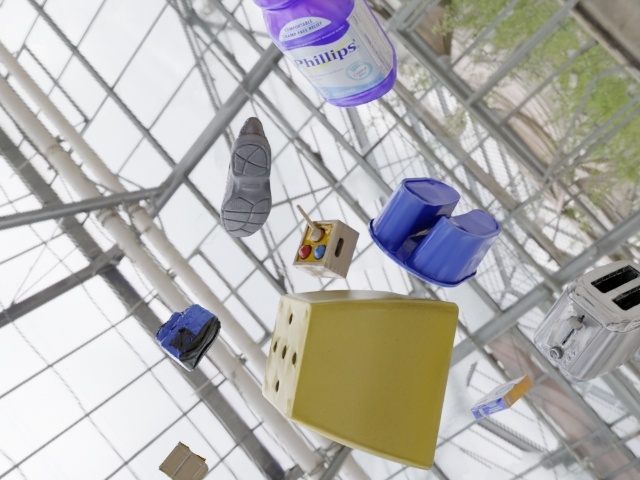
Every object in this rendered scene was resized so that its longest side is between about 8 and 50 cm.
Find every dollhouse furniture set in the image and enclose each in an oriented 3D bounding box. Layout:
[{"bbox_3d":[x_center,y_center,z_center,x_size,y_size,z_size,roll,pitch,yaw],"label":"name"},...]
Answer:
[{"bbox_3d":[-0.269,0.448,1.032,0.076,0.059,0.152,30,-119,17],"label":"dollhouse furniture set"}]

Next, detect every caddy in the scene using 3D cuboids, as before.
[{"bbox_3d":[0.253,-0.009,1.299,0.241,0.179,0.341,41,-154,22],"label":"caddy"}]

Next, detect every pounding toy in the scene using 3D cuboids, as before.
[{"bbox_3d":[0.000,0.000,1.263,0.100,0.130,0.141,30,-110,-36],"label":"pounding toy"}]

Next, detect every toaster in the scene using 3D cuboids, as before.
[{"bbox_3d":[0.477,0.128,0.957,0.226,0.147,0.129,-15,-132,-28],"label":"toaster"}]

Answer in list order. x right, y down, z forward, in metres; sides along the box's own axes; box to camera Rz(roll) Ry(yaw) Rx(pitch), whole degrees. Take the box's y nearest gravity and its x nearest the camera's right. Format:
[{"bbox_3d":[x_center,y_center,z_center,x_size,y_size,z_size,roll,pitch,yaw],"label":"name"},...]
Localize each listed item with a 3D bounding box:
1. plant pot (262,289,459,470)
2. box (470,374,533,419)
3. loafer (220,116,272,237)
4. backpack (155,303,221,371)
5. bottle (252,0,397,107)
[{"bbox_3d":[0.036,0.166,0.782,0.187,0.212,0.212,12,176,-19],"label":"plant pot"},{"bbox_3d":[0.353,0.309,1.124,0.136,0.081,0.028,-18,-105,-47],"label":"box"},{"bbox_3d":[-0.152,-0.128,1.227,0.109,0.303,0.095,6,-129,-10],"label":"loafer"},{"bbox_3d":[-0.272,0.190,1.192,0.101,0.120,0.098,33,160,15],"label":"backpack"},{"bbox_3d":[-0.006,-0.270,0.689,0.283,0.118,0.092,37,-131,-54],"label":"bottle"}]
